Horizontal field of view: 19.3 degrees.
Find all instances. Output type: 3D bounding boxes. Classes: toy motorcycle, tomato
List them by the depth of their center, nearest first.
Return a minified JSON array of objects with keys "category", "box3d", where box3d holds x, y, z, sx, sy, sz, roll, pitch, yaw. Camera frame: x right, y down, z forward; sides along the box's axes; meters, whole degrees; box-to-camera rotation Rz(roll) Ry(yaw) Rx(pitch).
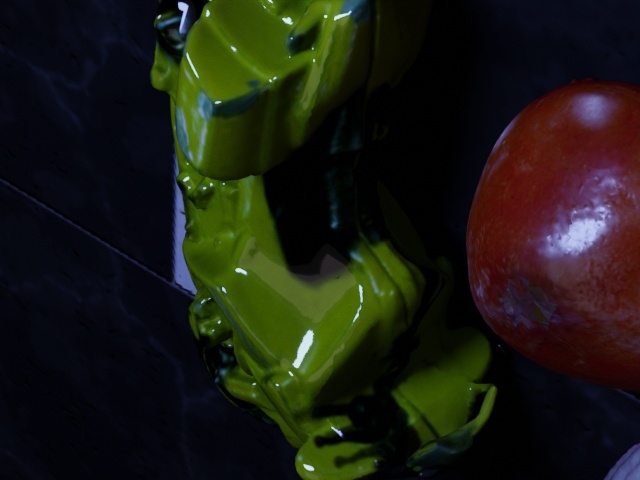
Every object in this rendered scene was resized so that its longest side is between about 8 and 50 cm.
[{"category":"tomato","box3d":[0.124,0.015,0.855,0.139,0.091,0.159,14,134,42]},{"category":"toy motorcycle","box3d":[-0.002,0.001,0.930,0.206,0.142,0.342,25,139,28]}]

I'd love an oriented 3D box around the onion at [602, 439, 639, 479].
[{"category":"onion","box3d":[0.215,0.133,0.838,0.140,0.218,0.195,21,-174,-8]}]
